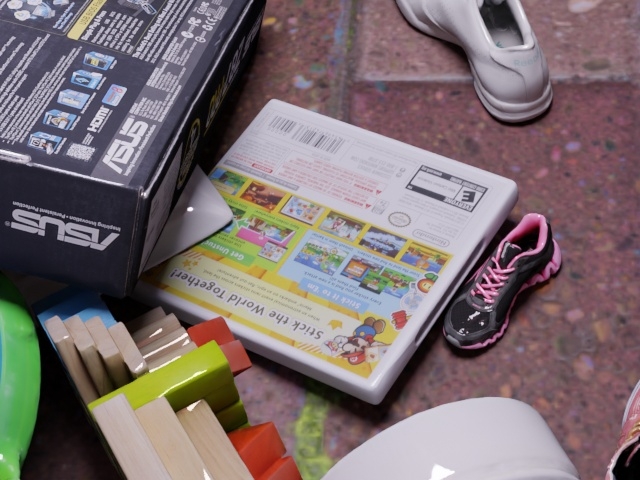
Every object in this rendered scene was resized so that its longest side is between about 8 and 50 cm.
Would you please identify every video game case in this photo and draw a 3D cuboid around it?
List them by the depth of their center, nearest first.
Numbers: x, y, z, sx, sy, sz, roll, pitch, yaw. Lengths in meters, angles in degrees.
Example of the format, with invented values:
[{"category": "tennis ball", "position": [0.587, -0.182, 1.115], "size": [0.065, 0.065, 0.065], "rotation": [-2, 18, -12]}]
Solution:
[{"category": "video game case", "position": [0.000, 0.000, 1.160], "size": [0.227, 0.026, 0.206], "rotation": [22, 59, 28]}]

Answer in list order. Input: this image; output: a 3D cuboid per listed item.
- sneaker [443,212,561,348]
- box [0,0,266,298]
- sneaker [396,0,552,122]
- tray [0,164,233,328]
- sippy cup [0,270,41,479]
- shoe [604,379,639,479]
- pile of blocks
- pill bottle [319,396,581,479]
[{"category": "sneaker", "position": [0.128, 0.025, 1.120], "size": [0.047, 0.057, 0.119], "rotation": [32, 65, 24]}, {"category": "box", "position": [-0.228, -0.134, 1.118], "size": [0.318, 0.097, 0.395], "rotation": [16, 33, 1]}, {"category": "sneaker", "position": [0.123, -0.196, 1.260], "size": [0.080, 0.094, 0.212], "rotation": [-27, 55, -11]}, {"category": "tray", "position": [-0.214, -0.003, 1.181], "size": [0.270, 0.030, 0.145], "rotation": [-29, 48, -10]}, {"category": "sippy cup", "position": [-0.334, 0.087, 0.973], "size": [0.305, 0.224, 0.240], "rotation": [-14, 63, 34]}, {"category": "shoe", "position": [0.221, 0.139, 1.009], "size": [0.063, 0.081, 0.178], "rotation": [11, 56, 15]}, {"category": "pile of blocks", "position": [-0.099, 0.082, 0.988], "size": [0.112, 0.149, 0.362], "rotation": [-27, 26, -12]}, {"category": "pill bottle", "position": [0.132, 0.275, 0.843], "size": [0.204, 0.204, 0.361], "rotation": [-22, 54, -9]}]
